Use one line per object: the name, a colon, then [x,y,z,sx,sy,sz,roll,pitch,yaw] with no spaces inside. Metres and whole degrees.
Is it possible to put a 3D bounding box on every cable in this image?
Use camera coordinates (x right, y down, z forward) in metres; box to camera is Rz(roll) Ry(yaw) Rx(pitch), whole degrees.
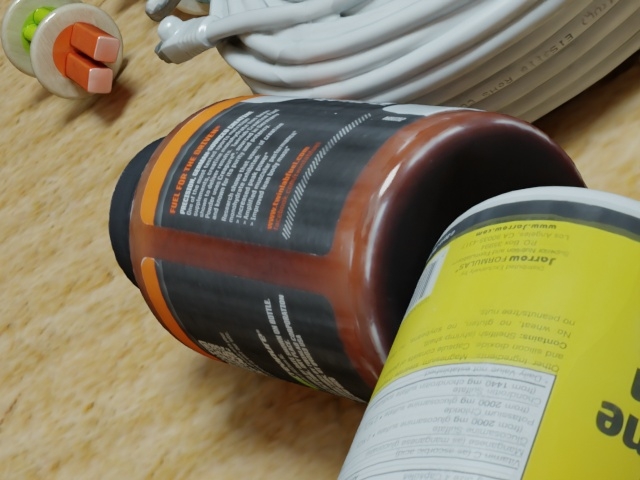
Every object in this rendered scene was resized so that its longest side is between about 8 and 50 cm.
cable: [0.070,-0.142,0.806,0.257,0.089,0.257,-52,32,-13]

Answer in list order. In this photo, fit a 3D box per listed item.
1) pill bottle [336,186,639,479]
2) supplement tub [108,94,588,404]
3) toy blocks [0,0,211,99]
pill bottle: [0.053,0.081,0.528,0.103,0.103,0.184,-16,38,40]
supplement tub: [0.000,0.000,0.700,0.198,0.106,0.106,11,61,54]
toy blocks: [-0.097,-0.122,1.017,0.123,0.054,0.148,-49,31,-8]
